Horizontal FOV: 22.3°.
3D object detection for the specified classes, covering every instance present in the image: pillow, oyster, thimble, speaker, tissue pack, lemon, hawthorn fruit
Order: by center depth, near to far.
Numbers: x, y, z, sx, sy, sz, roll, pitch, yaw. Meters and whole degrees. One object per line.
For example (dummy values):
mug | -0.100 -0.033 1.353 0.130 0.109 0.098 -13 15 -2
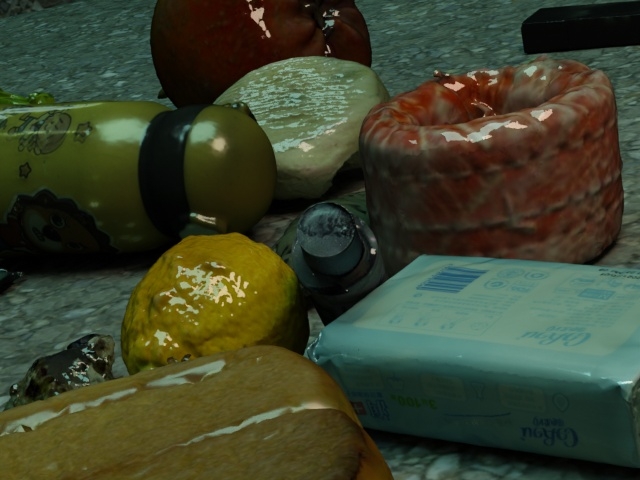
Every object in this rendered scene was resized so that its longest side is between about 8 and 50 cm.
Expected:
tissue pack | 0.147 0.081 1.159 0.263 0.089 0.177 5 28 37
lemon | -0.083 0.070 1.249 0.142 0.142 0.187 -2 24 27
oyster | -0.214 0.121 1.327 0.103 0.051 0.148 -21 29 -4
thimble | 0.154 -0.064 1.461 0.239 0.162 0.239 -11 19 4
pillow | 0.000 -0.001 1.547 0.093 0.051 0.241 1 23 21
hawthorn fruit | -0.098 -0.247 2.036 0.298 0.277 0.277 -26 8 34
speaker | 0.384 -0.289 2.172 0.218 0.044 0.082 -1 21 30

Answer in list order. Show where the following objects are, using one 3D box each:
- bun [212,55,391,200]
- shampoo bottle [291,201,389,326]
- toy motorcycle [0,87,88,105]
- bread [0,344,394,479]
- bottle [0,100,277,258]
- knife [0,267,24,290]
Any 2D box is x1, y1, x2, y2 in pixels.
bun | -0.018 -0.117 1.802 0.210 0.116 0.237 -15 34 3
shampoo bottle | 0.018 0.026 1.259 0.072 0.072 0.214 -10 -19 5
toy motorcycle | -0.387 -0.117 2.001 0.206 0.142 0.342 -9 17 14
bread | -0.121 0.192 0.915 0.337 0.148 0.328 -16 14 -5
bottle | -0.212 -0.067 1.693 0.351 0.171 0.171 -1 21 29
knife | -0.392 0.084 1.585 0.044 0.026 0.296 10 26 24
